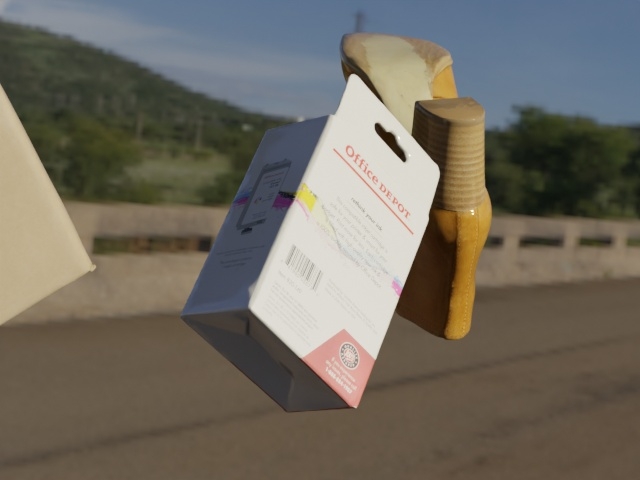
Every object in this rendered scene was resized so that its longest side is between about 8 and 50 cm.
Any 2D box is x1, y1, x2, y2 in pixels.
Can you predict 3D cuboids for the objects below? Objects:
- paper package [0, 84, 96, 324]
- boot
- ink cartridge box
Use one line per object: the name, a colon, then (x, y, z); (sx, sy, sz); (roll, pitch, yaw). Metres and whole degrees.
paper package: (-0.466, -0.037, 1.646); (0.309, 0.325, 0.168); (-34, 35, -18)
boot: (0.073, -0.054, 1.307); (0.104, 0.211, 0.295); (-2, 26, -14)
ink cartridge box: (0.000, 0.000, 0.976); (0.067, 0.198, 0.115); (-9, -44, 42)
